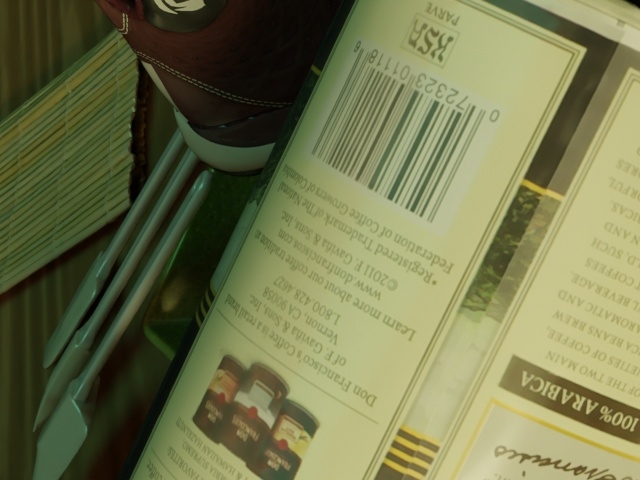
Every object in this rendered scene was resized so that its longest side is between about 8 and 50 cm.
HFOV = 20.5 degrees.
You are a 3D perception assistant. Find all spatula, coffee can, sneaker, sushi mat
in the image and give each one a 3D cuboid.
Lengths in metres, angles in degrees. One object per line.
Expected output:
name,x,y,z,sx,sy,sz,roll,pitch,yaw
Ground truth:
spatula,-0.111,0.025,1.005,0.242,0.019,0.168,-56,17,27
coffee can,0.054,0.046,0.642,0.201,0.202,0.275,37,104,55
sneaker,0.017,-0.142,0.769,0.281,0.162,0.106,-28,37,22
sushi mat,-0.209,-0.033,1.214,0.316,0.019,0.151,-29,52,44

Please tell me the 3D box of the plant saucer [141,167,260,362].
plant saucer,0.000,0.000,0.880,0.188,0.045,0.188,35,103,55
